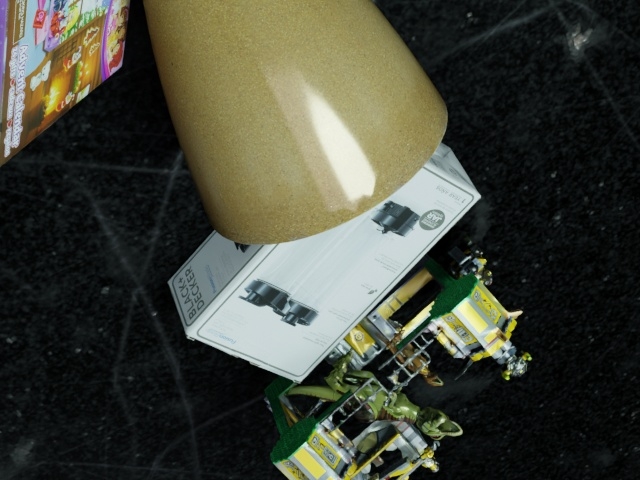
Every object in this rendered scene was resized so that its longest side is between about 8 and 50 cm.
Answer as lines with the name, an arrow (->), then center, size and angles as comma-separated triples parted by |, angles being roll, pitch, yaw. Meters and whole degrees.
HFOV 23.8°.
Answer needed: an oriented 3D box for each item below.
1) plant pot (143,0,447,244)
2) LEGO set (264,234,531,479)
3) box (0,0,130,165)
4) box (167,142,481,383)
plant pot -> -0.049, -0.167, 1.307 | 0.237, 0.237, 0.254 | -28, 120, 2
LEGO set -> 0.103, 0.177, 1.612 | 0.331, 0.255, 0.192 | -44, 106, -6
box -> -0.211, -0.227, 1.188 | 0.057, 0.201, 0.293 | 23, 128, 12
box -> 0.000, 0.000, 1.546 | 0.169, 0.087, 0.290 | 25, 116, -38
